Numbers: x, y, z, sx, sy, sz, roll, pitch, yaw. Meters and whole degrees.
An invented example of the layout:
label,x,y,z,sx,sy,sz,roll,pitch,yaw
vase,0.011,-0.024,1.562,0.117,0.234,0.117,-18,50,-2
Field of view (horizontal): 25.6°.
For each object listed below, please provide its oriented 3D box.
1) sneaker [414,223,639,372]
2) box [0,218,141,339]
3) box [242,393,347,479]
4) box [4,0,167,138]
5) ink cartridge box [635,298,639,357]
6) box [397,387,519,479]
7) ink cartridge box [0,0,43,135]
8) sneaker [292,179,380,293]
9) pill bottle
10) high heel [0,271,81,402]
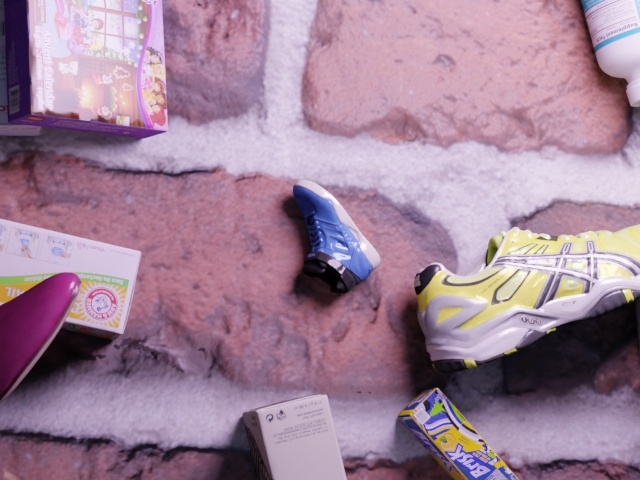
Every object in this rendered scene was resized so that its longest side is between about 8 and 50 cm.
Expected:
label,x,y,z,sx,sy,sz,roll,pitch,yaw
sneaker,0.301,0.040,1.821,0.384,0.145,0.147,-22,88,-17
box,-0.327,0.046,1.687,0.203,0.114,0.103,14,79,-12
box,-0.015,0.331,1.721,0.094,0.113,0.275,-12,84,-14
box,-0.288,-0.280,1.727,0.201,0.057,0.293,3,80,-44
ink cartridge box,0.490,0.126,1.813,0.092,0.218,0.159,-2,82,-8
box,0.178,0.268,1.801,0.054,0.059,0.169,-41,93,-16
ink cartridge box,-0.408,-0.218,1.727,0.127,0.072,0.175,-1,82,-14
sneaker,0.000,0.000,1.799,0.084,0.058,0.152,-43,100,-24
pill bottle,0.430,-0.320,1.902,0.146,0.146,0.264,-13,86,-15
high heel,-0.441,0.130,1.579,0.181,0.127,0.377,43,102,-12
